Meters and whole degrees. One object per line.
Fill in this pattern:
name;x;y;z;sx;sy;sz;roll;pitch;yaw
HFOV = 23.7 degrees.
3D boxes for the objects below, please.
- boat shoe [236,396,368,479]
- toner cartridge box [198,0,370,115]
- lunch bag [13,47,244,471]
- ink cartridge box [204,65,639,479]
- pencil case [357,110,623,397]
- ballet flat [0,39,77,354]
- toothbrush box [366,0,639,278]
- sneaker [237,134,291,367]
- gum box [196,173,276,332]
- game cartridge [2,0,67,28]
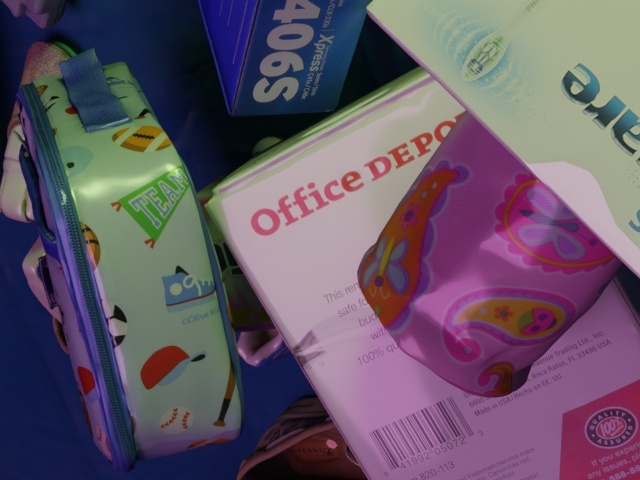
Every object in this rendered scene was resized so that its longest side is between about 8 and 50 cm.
boat shoe;0.040;0.181;1.251;0.285;0.089;0.104;-19;105;53
toner cartridge box;-0.007;-0.245;0.868;0.348;0.075;0.165;110;149;-51
lunch bag;-0.141;0.001;1.054;0.303;0.115;0.243;-131;26;-66
ink cartridge box;0.093;0.033;0.963;0.207;0.117;0.283;-27;100;21
pencil case;0.137;-0.051;0.799;0.124;0.124;0.284;41;112;15
ballet flat;-0.227;-0.022;1.361;0.107;0.106;0.316;18;133;39
toothbrush box;0.196;-0.127;0.636;0.206;0.122;0.283;46;105;9
sneaker;-0.031;0.014;1.190;0.080;0.081;0.211;27;137;34
gum box;0.000;0.000;1.092;0.188;0.062;0.107;-8;108;29
game cartridge;-0.292;-0.329;1.207;0.297;0.062;0.198;46;141;9
